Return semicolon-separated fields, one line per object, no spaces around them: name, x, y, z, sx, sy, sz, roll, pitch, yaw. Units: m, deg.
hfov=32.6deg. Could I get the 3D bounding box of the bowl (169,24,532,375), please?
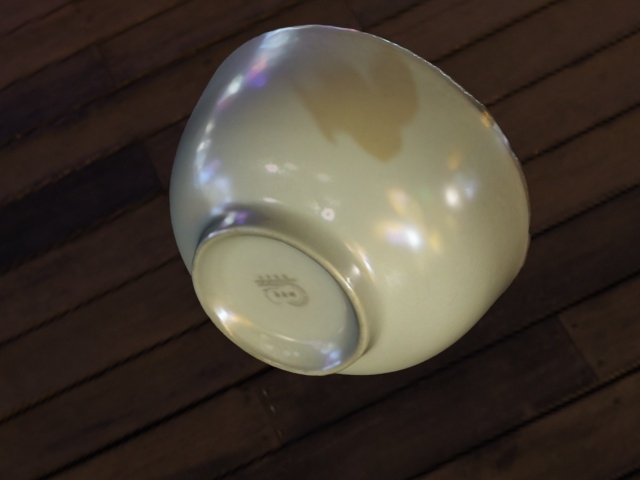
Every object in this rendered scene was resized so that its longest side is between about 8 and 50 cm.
bowl;0.000;0.000;1.012;0.354;0.353;0.185;15;45;21
